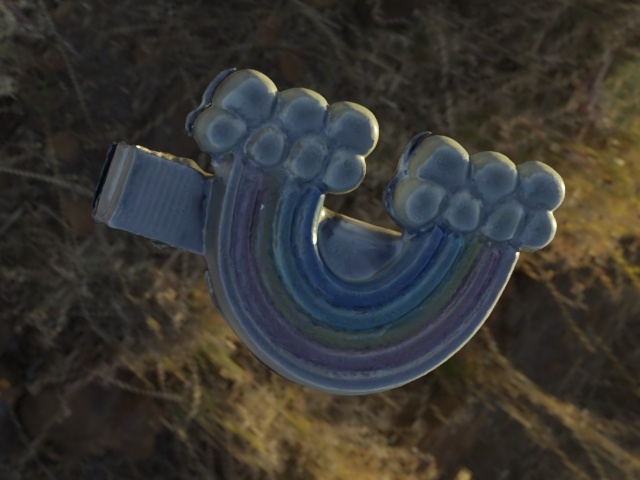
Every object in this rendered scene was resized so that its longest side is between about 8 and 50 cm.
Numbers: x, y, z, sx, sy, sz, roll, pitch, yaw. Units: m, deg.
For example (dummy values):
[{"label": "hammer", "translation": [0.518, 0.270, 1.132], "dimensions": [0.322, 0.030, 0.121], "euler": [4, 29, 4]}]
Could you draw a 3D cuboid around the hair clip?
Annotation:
[{"label": "hair clip", "translation": [0.000, 0.000, 0.735], "dimensions": [0.220, 0.054, 0.140], "euler": [18, 89, -10]}]
